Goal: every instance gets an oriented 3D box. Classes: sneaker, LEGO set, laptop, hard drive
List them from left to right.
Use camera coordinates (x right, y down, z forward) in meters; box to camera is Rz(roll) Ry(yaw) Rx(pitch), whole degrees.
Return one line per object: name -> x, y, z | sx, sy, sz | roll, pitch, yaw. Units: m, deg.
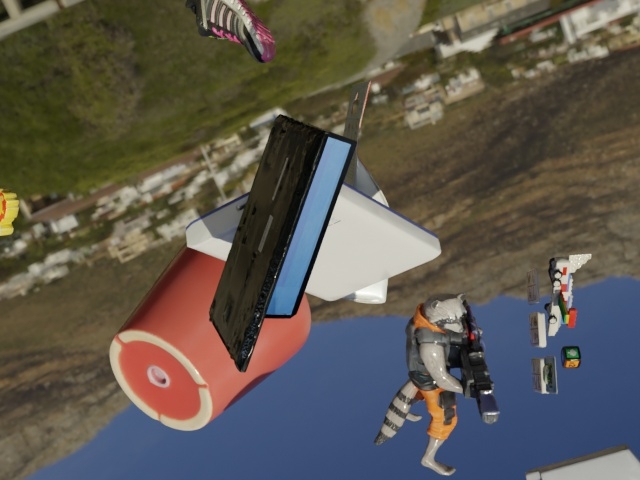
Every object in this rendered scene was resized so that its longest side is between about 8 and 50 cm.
sneaker -> -0.127, -0.294, 1.206 | 0.075, 0.170, 0.063 | -42, 161, 13
laptop -> -0.017, 0.000, 0.924 | 0.136, 0.234, 0.264 | 16, -173, -20
hard drive -> 0.000, 0.000, 1.221 | 0.210, 0.040, 0.318 | -25, 151, 28
LEGO set -> 0.329, 0.119, 1.210 | 0.060, 0.183, 0.244 | -2, 172, 4

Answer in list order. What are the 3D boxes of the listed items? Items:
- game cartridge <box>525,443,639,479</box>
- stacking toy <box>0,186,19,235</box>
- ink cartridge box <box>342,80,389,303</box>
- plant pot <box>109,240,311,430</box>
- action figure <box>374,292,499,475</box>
game cartridge -> 0.462, 0.478, 1.377 | 0.196, 0.294, 0.060 | -20, 175, 19
stacking toy -> -0.414, 0.050, 0.916 | 0.052, 0.221, 0.167 | 30, -159, 26
ink cartridge box -> 0.085, -0.100, 1.662 | 0.091, 0.385, 0.308 | 7, -172, -5
plant pot -> -0.188, 0.153, 1.416 | 0.275, 0.275, 0.243 | -10, -156, 39
action figure -> 0.206, 0.250, 1.571 | 0.178, 0.330, 0.341 | 5, -160, -3
